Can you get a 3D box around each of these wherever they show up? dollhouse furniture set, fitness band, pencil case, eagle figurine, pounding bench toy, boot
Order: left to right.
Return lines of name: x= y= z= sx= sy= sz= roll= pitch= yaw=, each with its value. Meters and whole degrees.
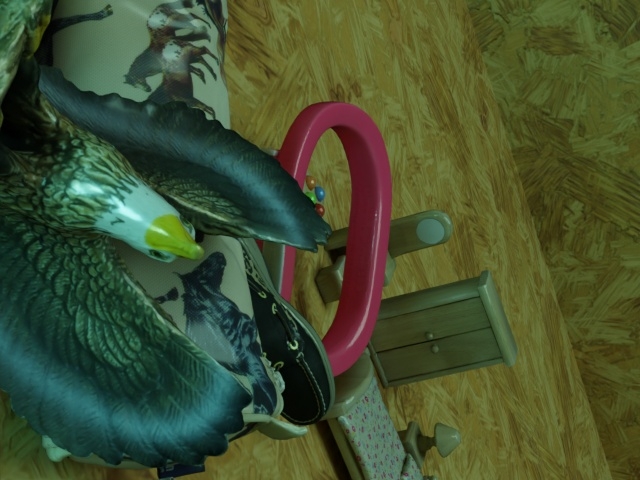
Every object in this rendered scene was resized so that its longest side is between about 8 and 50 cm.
eagle figurine: x=-0.135 y=-0.019 z=0.757 sx=0.225 sy=0.226 sz=0.298 roll=66 pitch=5 yaw=36
pencil case: x=-0.130 y=-0.031 z=0.959 sx=0.183 sy=0.160 sz=0.410 roll=5 pitch=67 yaw=-33
boot: x=-0.078 y=0.109 z=1.123 sx=0.236 sy=0.085 sz=0.178 roll=61 pitch=27 yaw=-21
pounding bench toy: x=-0.037 y=-0.049 z=1.354 sx=0.083 sy=0.065 sz=0.052 roll=49 pitch=33 yaw=-48
fitness band: x=0.000 y=0.000 z=1.309 sx=0.209 sy=0.054 sz=0.291 roll=14 pitch=83 yaw=-57
dollhouse furniture set: x=0.102 y=0.163 z=1.413 sx=0.355 sy=0.174 sz=0.303 roll=-61 pitch=132 yaw=-62

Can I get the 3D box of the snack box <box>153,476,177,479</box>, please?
snack box: x=-0.136 y=0.257 z=0.892 sx=0.022 sy=0.064 sz=0.178 roll=50 pitch=32 yaw=-44
